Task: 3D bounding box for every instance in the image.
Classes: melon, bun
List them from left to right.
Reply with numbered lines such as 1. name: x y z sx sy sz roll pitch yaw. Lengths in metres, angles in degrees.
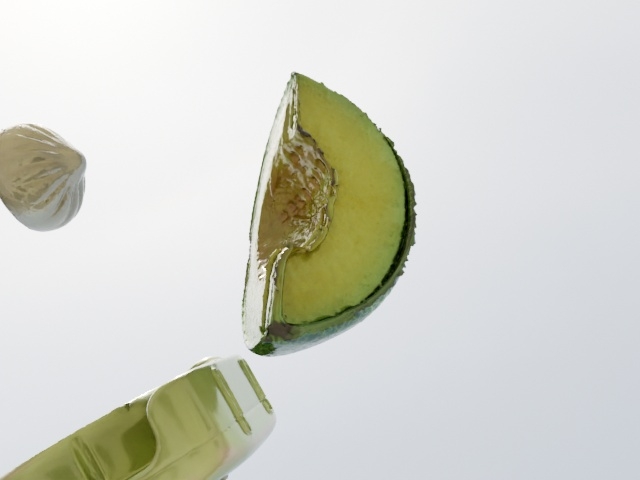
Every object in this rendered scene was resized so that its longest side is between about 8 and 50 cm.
1. bun: -0.332 -0.083 0.888 0.094 0.138 0.138 -16 -116 8
2. melon: 0.000 0.000 0.683 0.129 0.169 0.265 10 -118 -14

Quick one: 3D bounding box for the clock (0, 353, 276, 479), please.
1. clock: -0.193 0.214 0.637 0.308 0.235 0.096 -32 -96 1
